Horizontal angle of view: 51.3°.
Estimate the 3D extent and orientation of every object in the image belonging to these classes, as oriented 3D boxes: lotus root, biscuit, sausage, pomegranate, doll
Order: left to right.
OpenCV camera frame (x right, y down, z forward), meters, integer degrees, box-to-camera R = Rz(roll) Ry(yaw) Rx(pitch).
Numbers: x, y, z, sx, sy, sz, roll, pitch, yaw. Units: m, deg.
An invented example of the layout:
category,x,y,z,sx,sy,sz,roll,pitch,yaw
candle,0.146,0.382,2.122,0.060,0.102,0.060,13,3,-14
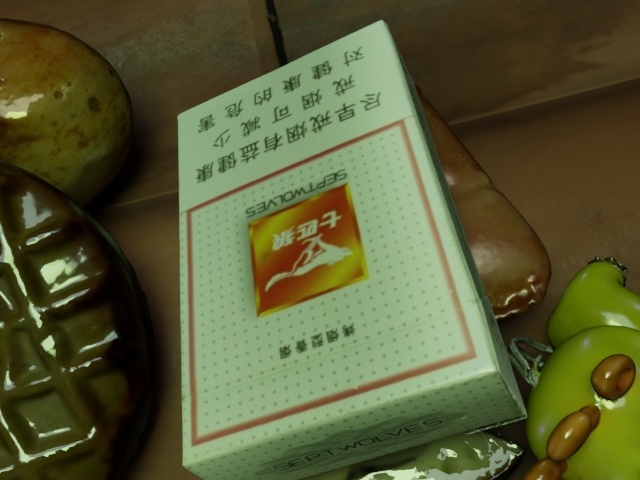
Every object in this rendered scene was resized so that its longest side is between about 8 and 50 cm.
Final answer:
category,x,y,z,sx,sy,sz,roll,pitch,yaw
biscuit,-0.278,0.093,0.553,0.268,0.115,0.366,-20,87,-11
pomegranate,-0.311,-0.119,0.685,0.216,0.215,0.215,-5,60,8
lotus root,0.008,0.174,0.540,0.261,0.074,0.170,27,70,21
sausage,0.094,-0.059,0.635,0.097,0.094,0.348,-25,56,-5
doll,0.196,0.101,0.473,0.135,0.142,0.221,35,39,22

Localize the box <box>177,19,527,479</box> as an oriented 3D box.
category,x,y,z,sx,sy,sz,roll,pitch,yaw
box,-0.001,0.000,0.515,0.210,0.095,0.330,-22,51,15
